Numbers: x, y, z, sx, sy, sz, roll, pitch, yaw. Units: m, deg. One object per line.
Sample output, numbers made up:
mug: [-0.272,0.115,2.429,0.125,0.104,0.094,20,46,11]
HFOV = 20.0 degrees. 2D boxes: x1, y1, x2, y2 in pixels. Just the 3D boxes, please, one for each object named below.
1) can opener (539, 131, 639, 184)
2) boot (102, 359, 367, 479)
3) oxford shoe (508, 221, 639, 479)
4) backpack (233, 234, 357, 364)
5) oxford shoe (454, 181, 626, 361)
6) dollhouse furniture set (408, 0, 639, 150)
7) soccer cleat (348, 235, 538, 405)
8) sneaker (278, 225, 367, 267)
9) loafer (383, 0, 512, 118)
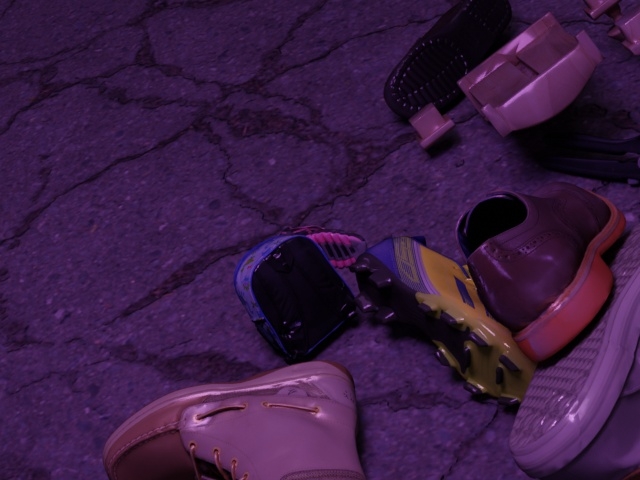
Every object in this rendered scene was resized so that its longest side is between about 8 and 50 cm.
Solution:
can opener: [0.320,-0.089,1.967,0.186,0.073,0.059,2,80,34]
boot: [-0.080,0.230,1.730,0.262,0.095,0.203,-16,38,2]
oxford shoe: [0.298,0.098,1.683,0.169,0.130,0.449,-43,8,38]
backpack: [-0.035,0.053,1.909,0.105,0.114,0.084,-38,19,-18]
oxford shoe: [0.209,-0.010,1.765,0.130,0.133,0.363,-44,6,15]
dollhouse furniture set: [0.297,-0.144,1.970,0.355,0.174,0.303,-37,13,6]
soccer cleat: [0.147,0.068,1.819,0.121,0.093,0.289,-26,37,-26]
sneaker: [0.000,0.000,2.023,0.119,0.047,0.057,0,30,25]
loafer: [0.150,-0.220,2.207,0.220,0.080,0.078,-45,9,-26]
